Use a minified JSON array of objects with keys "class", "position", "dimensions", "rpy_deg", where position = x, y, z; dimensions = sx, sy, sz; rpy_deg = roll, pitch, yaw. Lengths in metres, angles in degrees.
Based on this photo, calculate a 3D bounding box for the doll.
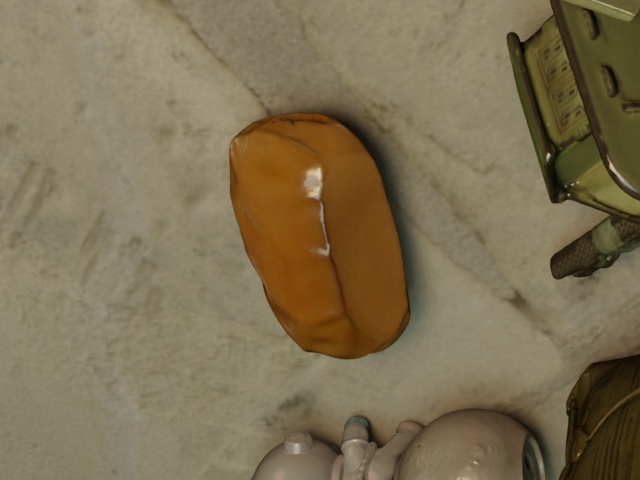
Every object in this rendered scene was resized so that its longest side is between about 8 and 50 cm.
[{"class":"doll","position":[0.063,0.234,1.685],"dimensions":[0.287,0.151,0.151],"rpy_deg":[-6,116,20]}]

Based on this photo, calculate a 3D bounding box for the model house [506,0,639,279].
[{"class":"model house","position":[0.233,-0.089,1.494],"dimensions":[0.205,0.218,0.278],"rpy_deg":[-5,162,-26]}]

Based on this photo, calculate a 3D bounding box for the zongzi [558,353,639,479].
[{"class":"zongzi","position":[0.421,0.202,1.394],"dimensions":[0.500,0.467,0.218],"rpy_deg":[-17,107,20]}]

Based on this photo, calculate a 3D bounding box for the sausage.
[{"class":"sausage","position":[0.001,0.000,1.585],"dimensions":[0.136,0.120,0.241],"rpy_deg":[7,122,48]}]

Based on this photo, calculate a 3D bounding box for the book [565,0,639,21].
[{"class":"book","position":[0.140,-0.305,1.374],"dimensions":[0.282,0.025,0.215],"rpy_deg":[22,77,3]}]
